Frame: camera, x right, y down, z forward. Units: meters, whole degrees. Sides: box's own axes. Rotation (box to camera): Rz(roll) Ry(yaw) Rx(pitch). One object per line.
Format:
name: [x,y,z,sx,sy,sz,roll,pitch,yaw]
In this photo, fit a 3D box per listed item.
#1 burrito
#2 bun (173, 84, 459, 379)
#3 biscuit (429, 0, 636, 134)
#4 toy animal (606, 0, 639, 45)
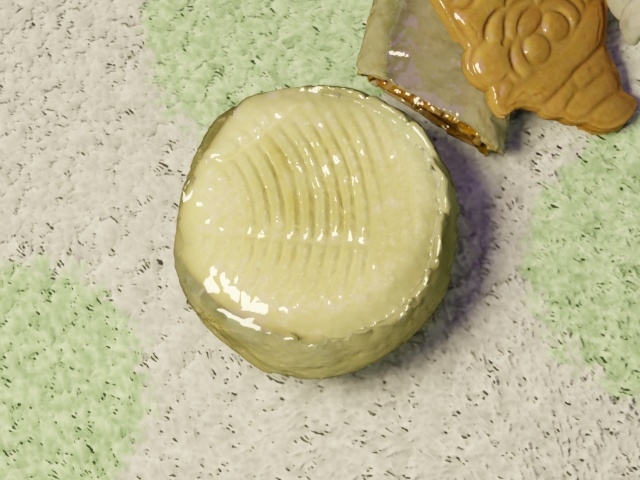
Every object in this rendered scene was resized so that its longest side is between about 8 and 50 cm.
burrito: [0.115,-0.225,1.724,0.143,0.105,0.299,7,74,13]
bun: [0.000,0.000,1.663,0.259,0.152,0.259,-1,72,2]
biscuit: [0.178,-0.183,1.665,0.250,0.035,0.162,37,63,-10]
toy animal: [0.337,-0.250,1.645,0.208,0.154,0.325,-23,65,1]
